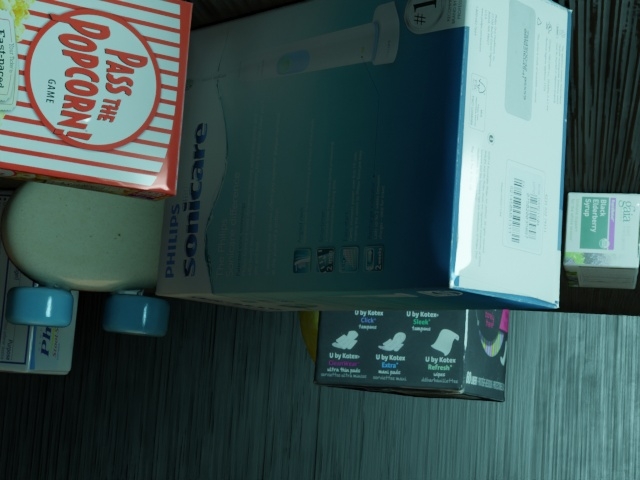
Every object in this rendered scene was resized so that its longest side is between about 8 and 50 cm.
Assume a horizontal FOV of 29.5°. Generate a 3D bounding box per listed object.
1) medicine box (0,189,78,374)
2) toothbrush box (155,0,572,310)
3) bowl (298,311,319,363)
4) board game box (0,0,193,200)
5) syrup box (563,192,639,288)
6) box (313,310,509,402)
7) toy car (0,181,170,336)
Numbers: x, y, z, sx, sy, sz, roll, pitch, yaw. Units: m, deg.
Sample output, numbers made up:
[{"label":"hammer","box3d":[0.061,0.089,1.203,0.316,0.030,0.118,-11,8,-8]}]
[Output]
[{"label":"medicine box","box3d":[-0.524,0.062,1.826,0.289,0.263,0.149,3,172,12]},{"label":"toothbrush box","box3d":[0.023,-0.059,0.890,0.295,0.216,0.126,-5,168,43]},{"label":"bowl","box3d":[0.066,0.045,1.687,0.156,0.289,0.289,46,-171,23]},{"label":"board game box","box3d":[-0.192,-0.114,0.855,0.193,0.147,0.045,8,171,-29]},{"label":"syrup box","box3d":[0.370,0.004,1.591,0.096,0.093,0.237,2,172,15]},{"label":"box","box3d":[0.095,0.009,1.128,0.143,0.270,0.165,1,171,21]},{"label":"toy car","box3d":[-0.265,0.000,1.432,0.210,0.219,0.238,6,173,-11]}]
